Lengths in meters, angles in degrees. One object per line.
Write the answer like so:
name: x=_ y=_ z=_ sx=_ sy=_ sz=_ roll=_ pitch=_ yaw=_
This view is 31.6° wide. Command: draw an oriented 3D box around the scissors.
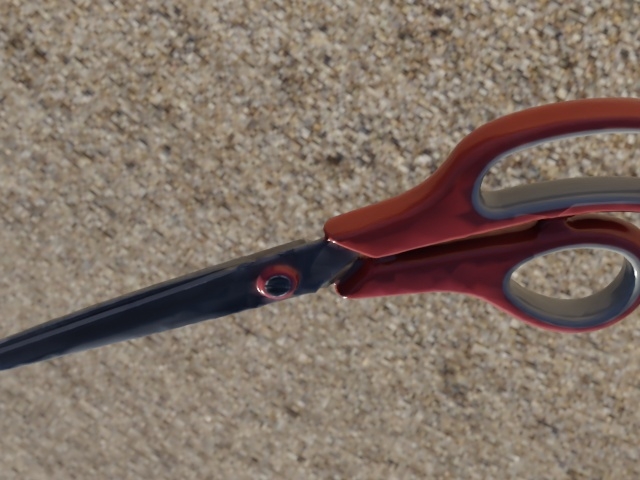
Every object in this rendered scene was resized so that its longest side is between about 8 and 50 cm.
scissors: x=0.000 y=0.000 z=0.425 sx=0.297 sy=0.021 sz=0.109 roll=-4 pitch=130 yaw=-6
